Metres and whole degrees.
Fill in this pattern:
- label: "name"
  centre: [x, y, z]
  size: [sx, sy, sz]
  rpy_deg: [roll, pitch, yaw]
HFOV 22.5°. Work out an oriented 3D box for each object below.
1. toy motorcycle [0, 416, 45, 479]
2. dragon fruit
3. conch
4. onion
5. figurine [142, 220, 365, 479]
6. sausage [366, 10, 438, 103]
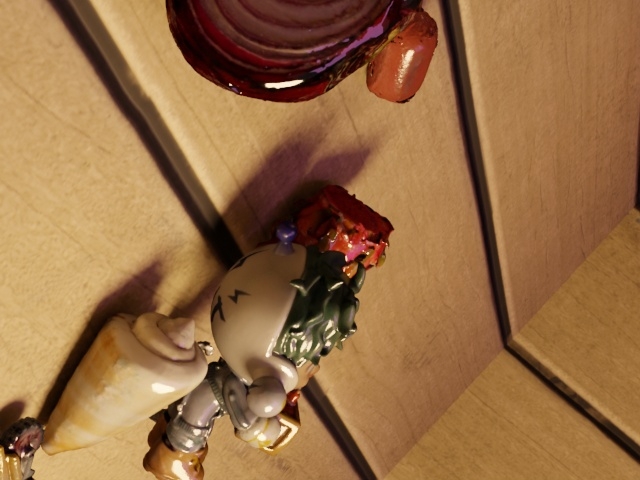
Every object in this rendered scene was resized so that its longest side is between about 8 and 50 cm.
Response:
- label: "toy motorcycle"
  centre: [-0.395, 0.314, 1.920]
  size: [0.130, 0.094, 0.229]
  rpy_deg: [-22, 141, -49]
- label: "dragon fruit"
  centre: [0.000, 0.000, 2.146]
  size: [0.207, 0.133, 0.150]
  rpy_deg: [-25, 126, -17]
- label: "conch"
  centre: [-0.252, 0.161, 1.949]
  size: [0.255, 0.127, 0.158]
  rpy_deg: [-32, -163, 11]
- label: "onion"
  centre: [-0.044, -0.229, 1.537]
  size: [0.207, 0.216, 0.206]
  rpy_deg: [-44, -179, -3]
- label: "figurine"
  centre: [-0.081, 0.156, 2.033]
  size: [0.186, 0.261, 0.382]
  rpy_deg: [22, 116, -24]
- label: "sausage"
  centre: [0.104, -0.230, 2.017]
  size: [0.076, 0.076, 0.141]
  rpy_deg: [-32, 154, -39]
